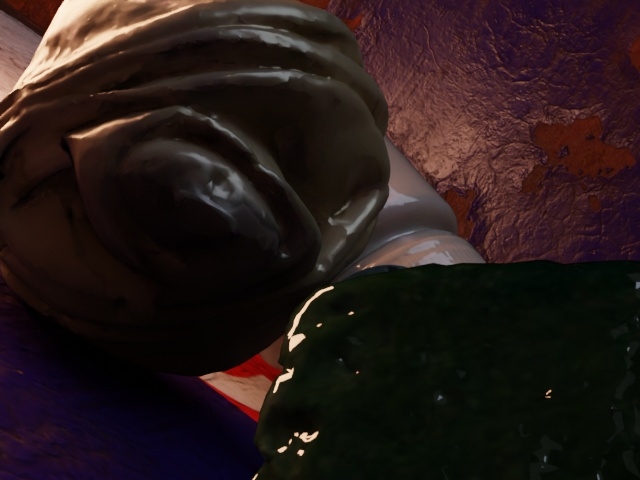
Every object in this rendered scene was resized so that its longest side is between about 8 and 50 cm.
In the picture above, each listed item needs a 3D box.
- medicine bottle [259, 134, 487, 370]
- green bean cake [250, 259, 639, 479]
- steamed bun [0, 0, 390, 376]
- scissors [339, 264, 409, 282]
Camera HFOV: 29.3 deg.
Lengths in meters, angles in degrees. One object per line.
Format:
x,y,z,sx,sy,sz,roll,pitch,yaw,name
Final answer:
0.000,0.000,1.074,0.371,0.211,0.211,51,12,29,medicine bottle
0.122,0.157,0.511,0.308,0.300,0.169,2,-47,11,green bean cake
-0.080,-0.045,0.826,0.268,0.280,0.207,34,2,-26,steamed bun
0.121,0.081,0.721,0.393,0.180,0.032,-10,-31,36,scissors
